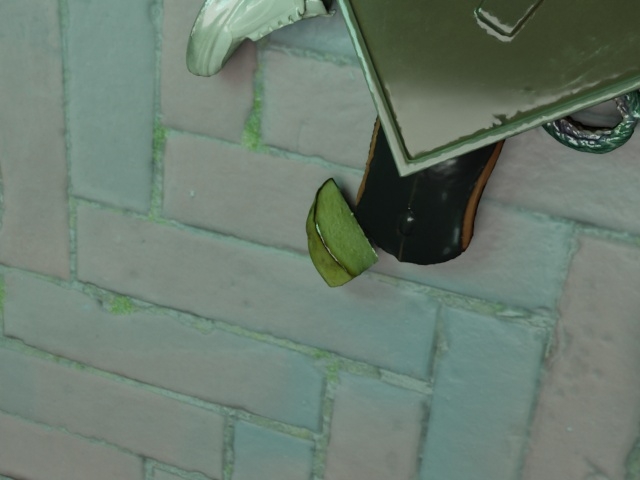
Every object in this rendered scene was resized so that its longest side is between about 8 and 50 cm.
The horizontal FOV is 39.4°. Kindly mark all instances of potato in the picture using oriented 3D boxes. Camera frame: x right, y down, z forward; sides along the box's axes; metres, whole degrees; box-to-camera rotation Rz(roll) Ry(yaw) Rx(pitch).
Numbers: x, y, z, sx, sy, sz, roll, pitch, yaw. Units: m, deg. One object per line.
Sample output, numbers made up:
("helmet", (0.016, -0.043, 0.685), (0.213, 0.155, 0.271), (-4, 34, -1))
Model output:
("potato", (0.000, 0.000, 1.358), (0.120, 0.081, 0.149), (-29, 90, 54))

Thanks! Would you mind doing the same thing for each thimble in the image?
("thimble", (0.348, -0.177, 1.163), (0.135, 0.090, 0.118), (38, 116, 3))

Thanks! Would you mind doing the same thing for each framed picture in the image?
("framed picture", (0.251, -0.304, 1.099), (0.446, 0.028, 0.326), (-19, 92, 14))

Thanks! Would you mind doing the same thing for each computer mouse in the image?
("computer mouse", (0.152, -0.105, 1.257), (0.182, 0.116, 0.323), (22, 119, 16))

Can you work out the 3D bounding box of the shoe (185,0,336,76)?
("shoe", (-0.058, -0.337, 1.239), (0.159, 0.124, 0.316), (32, 119, -2))
